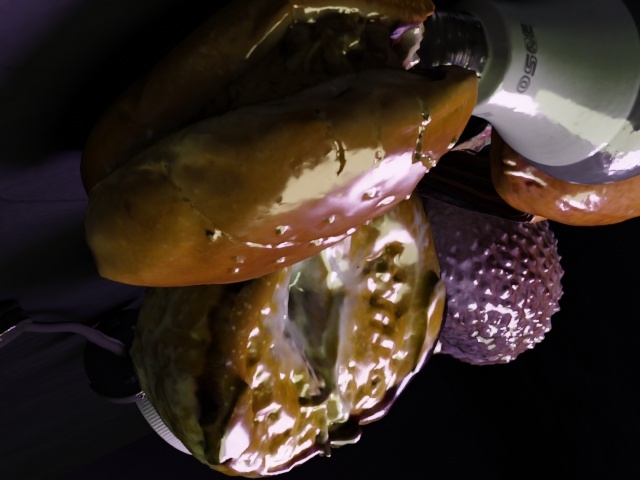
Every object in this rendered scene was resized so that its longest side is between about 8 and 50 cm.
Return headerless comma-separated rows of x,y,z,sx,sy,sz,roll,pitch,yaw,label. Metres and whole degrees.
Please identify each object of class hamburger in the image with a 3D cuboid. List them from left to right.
-0.052,-0.050,0.723,0.283,0.144,0.157,-31,172,30,hamburger

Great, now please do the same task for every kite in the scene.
0.213,-0.127,1.647,0.323,0.013,0.268,-28,171,-8,kite

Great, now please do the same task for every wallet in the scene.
0.212,-0.070,1.468,0.161,0.195,0.042,-15,119,-51,wallet

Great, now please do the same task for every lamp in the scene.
-0.241,0.118,1.240,0.130,0.108,0.371,-32,172,-1,lamp
0.189,-0.121,0.977,0.314,0.182,0.182,-21,169,-43,lamp

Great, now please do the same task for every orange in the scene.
-0.041,0.059,1.168,0.210,0.271,0.369,22,-148,39,orange

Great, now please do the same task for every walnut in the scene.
0.288,-0.113,1.313,0.209,0.209,0.336,-35,169,38,walnut

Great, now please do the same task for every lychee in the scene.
0.211,0.040,1.760,0.300,0.300,0.300,-29,172,-4,lychee

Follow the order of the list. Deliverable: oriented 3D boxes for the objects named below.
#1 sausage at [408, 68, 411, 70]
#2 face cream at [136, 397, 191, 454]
0.046,-0.116,0.964,0.094,0.059,0.054,-22,126,-40,sausage
-0.120,0.153,1.559,0.187,0.201,0.201,-33,171,27,face cream
